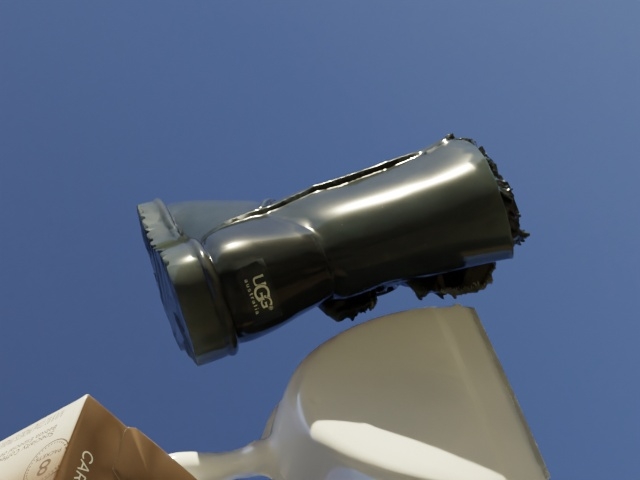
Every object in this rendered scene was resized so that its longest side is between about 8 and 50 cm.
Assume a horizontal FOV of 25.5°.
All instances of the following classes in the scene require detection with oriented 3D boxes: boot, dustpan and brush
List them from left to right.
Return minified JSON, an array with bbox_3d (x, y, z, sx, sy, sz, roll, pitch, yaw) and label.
[{"bbox_3d":[-0.001,0.107,0.768,0.211,0.060,0.147,-2,-140,-15],"label":"dustpan and brush"},{"bbox_3d":[0.000,0.000,0.877,0.207,0.246,0.094,-17,-80,-10],"label":"boot"}]

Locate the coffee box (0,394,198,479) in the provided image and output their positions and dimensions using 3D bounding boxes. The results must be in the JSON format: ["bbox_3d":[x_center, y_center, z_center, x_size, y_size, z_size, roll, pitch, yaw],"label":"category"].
[{"bbox_3d":[-0.186,0.197,0.724,0.098,0.246,0.141,45,-145,-25],"label":"coffee box"}]
